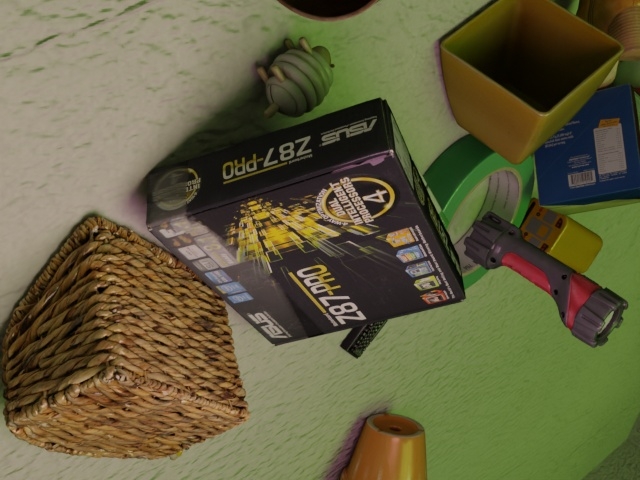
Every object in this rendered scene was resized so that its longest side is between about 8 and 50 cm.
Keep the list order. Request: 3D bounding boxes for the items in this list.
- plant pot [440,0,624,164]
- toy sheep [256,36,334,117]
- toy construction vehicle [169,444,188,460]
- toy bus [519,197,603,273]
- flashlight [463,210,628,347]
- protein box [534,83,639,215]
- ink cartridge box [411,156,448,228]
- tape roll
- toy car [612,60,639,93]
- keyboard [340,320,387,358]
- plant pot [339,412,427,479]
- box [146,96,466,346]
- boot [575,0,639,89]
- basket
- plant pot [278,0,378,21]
[{"bbox_3d":[0.333,-0.257,1.339,0.212,0.212,0.187,-39,155,-22],"label":"plant pot"},{"bbox_3d":[-0.032,-0.206,1.041,0.132,0.091,0.091,-47,145,-20],"label":"toy sheep"},{"bbox_3d":[-0.216,0.304,1.294,0.098,0.035,0.086,-39,153,-17],"label":"toy construction vehicle"},{"bbox_3d":[0.548,-0.006,1.842,0.333,0.130,0.108,17,104,-54],"label":"toy bus"},{"bbox_3d":[0.391,0.070,1.437,0.103,0.304,0.103,-33,140,-29],"label":"flashlight"},{"bbox_3d":[0.534,-0.171,1.563,0.136,0.200,0.201,12,72,-53],"label":"protein box"},{"bbox_3d":[0.092,-0.073,1.235,0.087,0.153,0.208,-53,146,-8],"label":"ink cartridge box"},{"bbox_3d":[0.285,-0.050,1.547,0.321,0.077,0.321,-29,137,-31],"label":"tape roll"},{"bbox_3d":[0.702,-0.315,1.758,0.210,0.219,0.238,33,63,-55],"label":"toy car"},{"bbox_3d":[0.108,0.144,1.545,0.180,0.023,0.108,-53,145,-4],"label":"keyboard"},{"bbox_3d":[0.149,0.488,1.746,0.205,0.205,0.188,-4,105,-48],"label":"plant pot"},{"bbox_3d":[0.000,0.000,1.093,0.318,0.097,0.395,-14,147,15],"label":"box"},{"bbox_3d":[0.497,-0.399,1.471,0.104,0.295,0.211,1,80,-17],"label":"boot"},{"bbox_3d":[-0.265,0.146,1.051,0.213,0.223,0.299,-27,149,18],"label":"basket"},{"bbox_3d":[0.057,-0.386,0.920,0.230,0.215,0.215,-39,144,-46],"label":"plant pot"}]
